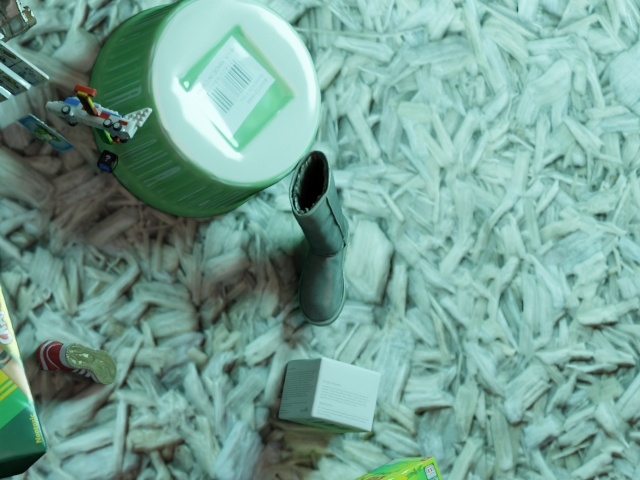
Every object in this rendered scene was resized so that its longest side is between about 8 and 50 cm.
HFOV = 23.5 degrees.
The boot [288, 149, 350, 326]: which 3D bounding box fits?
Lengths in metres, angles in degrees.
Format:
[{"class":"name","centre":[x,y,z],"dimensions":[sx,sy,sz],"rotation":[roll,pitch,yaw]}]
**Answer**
[{"class":"boot","centre":[-0.002,0.001,2.118],"dimensions":[0.076,0.208,0.190],"rotation":[2,69,4]}]

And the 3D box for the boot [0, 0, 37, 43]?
[{"class":"boot","centre":[-0.439,-0.292,1.989],"dimensions":[0.114,0.037,0.106],"rotation":[-40,102,-25]}]

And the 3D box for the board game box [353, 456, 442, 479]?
[{"class":"board game box","centre":[0.074,0.359,2.170],"dimensions":[0.181,0.092,0.043],"rotation":[-21,94,-33]}]

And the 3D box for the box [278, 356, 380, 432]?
[{"class":"box","centre":[0.012,0.217,2.149],"dimensions":[0.101,0.102,0.087],"rotation":[18,75,-28]}]

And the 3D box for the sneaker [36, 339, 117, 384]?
[{"class":"sneaker","centre":[-0.319,0.157,1.993],"dimensions":[0.118,0.067,0.042],"rotation":[38,58,-55]}]

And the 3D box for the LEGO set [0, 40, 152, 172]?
[{"class":"LEGO set","centre":[-0.332,-0.176,1.948],"dimensions":[0.244,0.182,0.060],"rotation":[37,66,-23]}]

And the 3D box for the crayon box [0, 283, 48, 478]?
[{"class":"crayon box","centre":[-0.521,0.119,1.776],"dimensions":[0.313,0.106,0.363],"rotation":[-9,71,-34]}]

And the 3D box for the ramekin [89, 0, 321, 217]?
[{"class":"ramekin","centre":[-0.147,-0.190,2.086],"dimensions":[0.303,0.148,0.303],"rotation":[6,79,-31]}]
